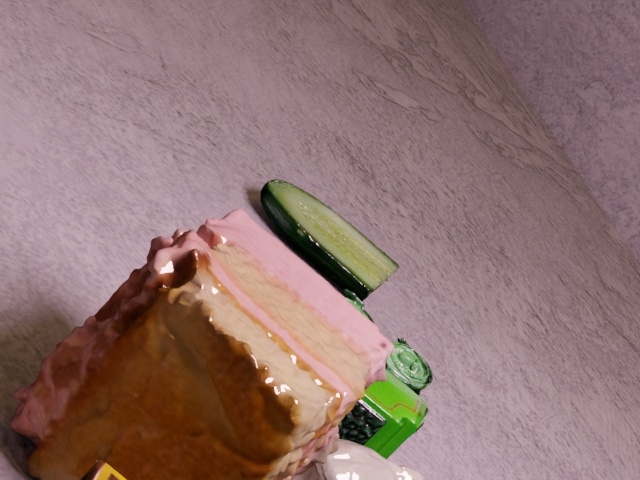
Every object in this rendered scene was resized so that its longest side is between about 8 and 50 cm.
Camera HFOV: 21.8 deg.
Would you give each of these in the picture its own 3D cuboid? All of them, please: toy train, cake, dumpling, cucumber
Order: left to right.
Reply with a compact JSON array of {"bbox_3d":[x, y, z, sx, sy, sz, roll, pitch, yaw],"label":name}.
[{"bbox_3d":[-0.123,0.158,1.775,0.293,0.314,0.307,45,24,6],"label":"cake"},{"bbox_3d":[0.000,0.000,2.553,0.244,0.063,0.115,43,31,-4],"label":"cucumber"},{"bbox_3d":[0.031,0.310,2.024,0.199,0.118,0.136,6,48,-8],"label":"dumpling"},{"bbox_3d":[0.036,0.187,2.219,0.243,0.132,0.188,39,28,-6],"label":"toy train"}]

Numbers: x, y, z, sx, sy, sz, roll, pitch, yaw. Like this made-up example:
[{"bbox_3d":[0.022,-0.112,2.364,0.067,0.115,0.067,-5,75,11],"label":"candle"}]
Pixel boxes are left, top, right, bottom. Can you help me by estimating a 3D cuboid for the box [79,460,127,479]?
[{"bbox_3d":[-0.201,0.342,1.329,0.193,0.301,0.084,41,23,-8],"label":"box"}]
